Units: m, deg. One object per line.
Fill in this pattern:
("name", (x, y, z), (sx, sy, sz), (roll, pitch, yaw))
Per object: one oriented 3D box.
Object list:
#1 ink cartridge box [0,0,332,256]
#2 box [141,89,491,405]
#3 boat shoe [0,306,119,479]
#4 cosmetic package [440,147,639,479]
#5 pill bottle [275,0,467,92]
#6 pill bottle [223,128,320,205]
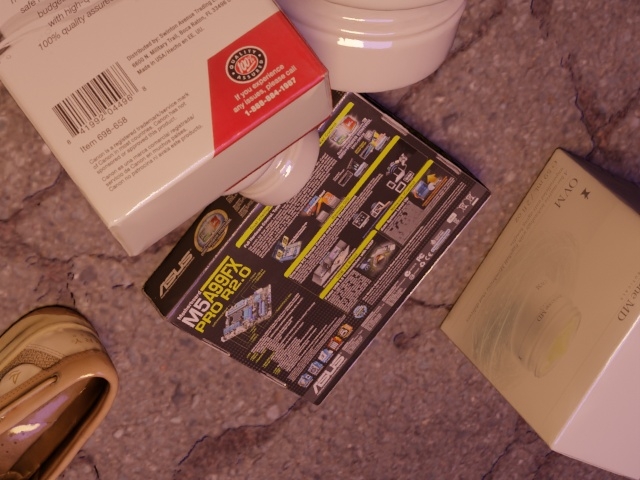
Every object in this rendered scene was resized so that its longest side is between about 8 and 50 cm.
("ink cartridge box", (-0.148, -0.159, 1.443), (0.197, 0.273, 0.114), (-35, 168, -5))
("box", (0.000, 0.000, 1.769), (0.216, 0.060, 0.270), (32, 100, -39))
("boat shoe", (-0.309, 0.215, 1.695), (0.121, 0.110, 0.341), (31, 101, -39))
("cosmetic package", (0.269, 0.070, 1.859), (0.138, 0.225, 0.224), (22, 106, -38))
("pill bottle", (0.050, -0.318, 1.447), (0.224, 0.224, 0.392), (-12, 140, -23))
("pill bottle", (-0.102, -0.107, 1.603), (0.208, 0.117, 0.117), (29, 103, -39))
